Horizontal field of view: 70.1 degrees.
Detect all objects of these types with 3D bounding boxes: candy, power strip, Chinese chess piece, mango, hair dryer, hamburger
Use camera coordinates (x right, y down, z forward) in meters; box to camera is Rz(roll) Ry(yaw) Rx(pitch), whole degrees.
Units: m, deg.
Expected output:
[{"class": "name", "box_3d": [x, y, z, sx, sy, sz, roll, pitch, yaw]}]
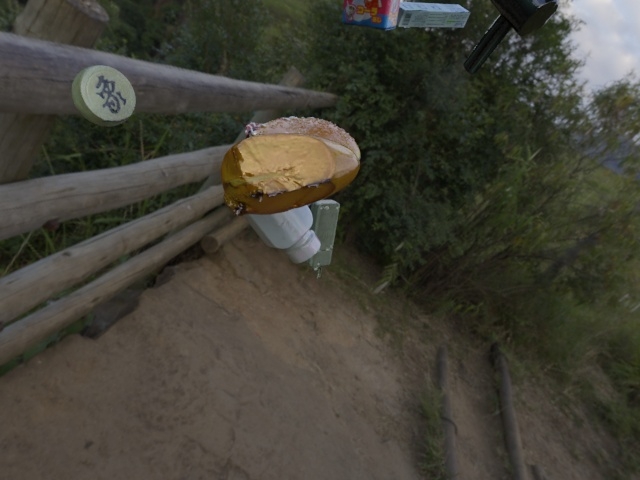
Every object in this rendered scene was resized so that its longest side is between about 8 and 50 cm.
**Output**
[{"class": "candy", "box_3d": [0.170, -0.821, 1.397, 0.157, 0.305, 0.100, 20, 34, 24]}, {"class": "power strip", "box_3d": [0.000, 0.000, 1.595, 0.093, 0.287, 0.053, -4, 23, -34]}, {"class": "Chinese chess piece", "box_3d": [-0.525, -0.351, 1.110, 0.144, 0.059, 0.143, 2, 87, -51]}, {"class": "mango", "box_3d": [-0.043, -0.118, 0.770, 0.252, 0.154, 0.125, -14, 88, -29]}, {"class": "hair dryer", "box_3d": [0.473, -0.627, 1.286, 0.116, 0.302, 0.244, -19, 71, -31]}, {"class": "hamburger", "box_3d": [-0.044, -0.209, 1.092, 0.295, 0.151, 0.227, -13, 36, -44]}]

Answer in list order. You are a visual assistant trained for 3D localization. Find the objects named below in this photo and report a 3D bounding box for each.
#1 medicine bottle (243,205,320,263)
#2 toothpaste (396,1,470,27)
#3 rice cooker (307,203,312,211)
[{"class": "medicine bottle", "box_3d": [-0.119, -0.074, 1.302, 0.111, 0.161, 0.296, 7, -40, 56]}, {"class": "toothpaste", "box_3d": [0.412, -0.848, 1.717, 0.337, 0.067, 0.081, -14, 53, -29]}, {"class": "rice cooker", "box_3d": [-0.110, -0.154, 1.851, 0.267, 0.267, 0.224, 51, -14, 25]}]
